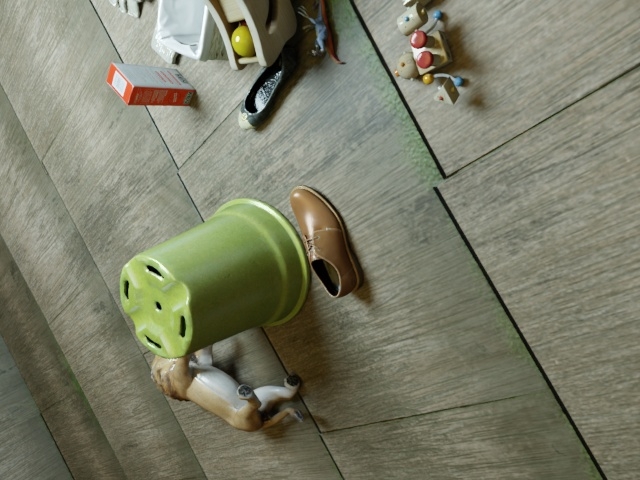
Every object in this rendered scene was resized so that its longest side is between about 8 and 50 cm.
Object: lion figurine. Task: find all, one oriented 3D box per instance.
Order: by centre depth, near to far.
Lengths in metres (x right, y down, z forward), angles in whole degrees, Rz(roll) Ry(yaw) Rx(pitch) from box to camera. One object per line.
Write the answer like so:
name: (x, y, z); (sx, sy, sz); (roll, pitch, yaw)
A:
lion figurine: (-0.223, 0.336, 0.927); (0.392, 0.142, 0.240); (32, 127, 16)

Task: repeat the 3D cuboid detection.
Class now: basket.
basket: (-0.192, -0.399, 0.696); (0.113, 0.103, 0.167); (31, 120, 22)

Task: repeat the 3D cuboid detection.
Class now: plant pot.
plant pot: (-0.203, 0.079, 0.759); (0.276, 0.254, 0.276); (11, 111, 30)

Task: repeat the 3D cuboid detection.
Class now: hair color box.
hair color box: (-0.320, -0.295, 0.788); (0.072, 0.141, 0.043); (47, 124, 13)

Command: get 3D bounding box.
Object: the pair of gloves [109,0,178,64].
pair of gloves: (-0.322, -0.492, 0.791); (0.240, 0.042, 0.204); (50, 125, 9)

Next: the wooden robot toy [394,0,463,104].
wooden robot toy: (0.126, -0.252, 0.557); (0.079, 0.076, 0.173); (-16, 95, 47)

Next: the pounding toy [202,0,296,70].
pounding toy: (-0.106, -0.374, 0.552); (0.154, 0.154, 0.270); (12, 134, 37)

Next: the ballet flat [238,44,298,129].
ballet flat: (-0.101, -0.262, 0.711); (0.057, 0.049, 0.173); (49, 124, 10)

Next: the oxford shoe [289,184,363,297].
oxford shoe: (0.000, 0.000, 0.712); (0.076, 0.076, 0.212); (-33, 84, 38)

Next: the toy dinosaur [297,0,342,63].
toy dinosaur: (0.002, -0.330, 0.643); (0.090, 0.047, 0.082); (17, 100, -17)
